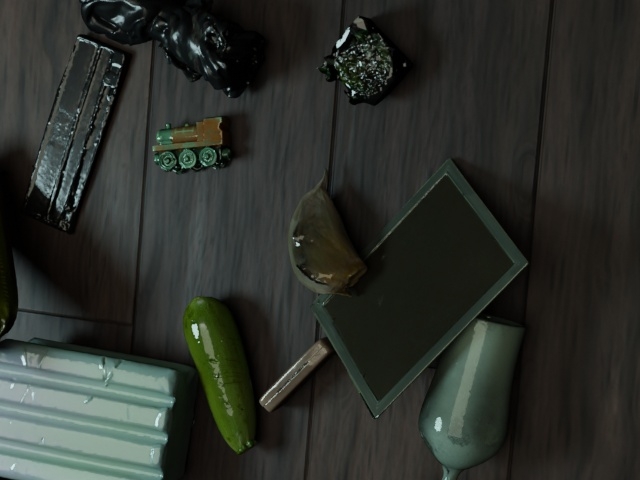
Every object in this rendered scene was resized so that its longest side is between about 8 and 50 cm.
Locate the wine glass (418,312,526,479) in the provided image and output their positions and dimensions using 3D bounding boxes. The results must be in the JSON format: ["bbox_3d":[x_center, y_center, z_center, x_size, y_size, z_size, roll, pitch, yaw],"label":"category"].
[{"bbox_3d":[0.164,0.195,1.545,0.103,0.103,0.231,13,94,20],"label":"wine glass"}]

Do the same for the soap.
[{"bbox_3d":[-0.310,0.220,1.701,0.290,0.095,0.172,9,90,11],"label":"soap"}]

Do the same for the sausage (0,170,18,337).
[{"bbox_3d":[-0.433,0.036,1.692,0.125,0.117,0.317,-22,57,3],"label":"sausage"}]

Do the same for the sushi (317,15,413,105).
[{"bbox_3d":[0.052,-0.204,1.594,0.083,0.056,0.084,43,105,6],"label":"sushi"}]

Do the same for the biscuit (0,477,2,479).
[{"bbox_3d":[-0.513,0.236,1.819,0.283,0.064,0.432,-9,88,10],"label":"biscuit"}]

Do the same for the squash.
[{"bbox_3d":[-0.119,0.164,1.667,0.066,0.066,0.201,-18,87,20],"label":"squash"}]

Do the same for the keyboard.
[{"bbox_3d":[-0.319,-0.138,1.754,0.087,0.017,0.250,23,101,17],"label":"keyboard"}]

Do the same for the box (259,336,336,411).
[{"bbox_3d":[-0.025,0.160,1.641,0.025,0.048,0.115,47,108,8],"label":"box"}]

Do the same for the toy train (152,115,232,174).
[{"bbox_3d":[-0.159,-0.118,1.682,0.103,0.044,0.064,-5,88,18],"label":"toy train"}]

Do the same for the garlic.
[{"bbox_3d":[-0.001,0.003,1.619,0.084,0.066,0.152,-23,71,-2],"label":"garlic"}]

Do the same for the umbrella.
[{"bbox_3d":[-0.194,-0.274,1.657,0.272,0.110,0.122,30,137,18],"label":"umbrella"}]

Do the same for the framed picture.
[{"bbox_3d":[0.109,0.054,1.556,0.252,0.014,0.197,-47,45,16],"label":"framed picture"}]
